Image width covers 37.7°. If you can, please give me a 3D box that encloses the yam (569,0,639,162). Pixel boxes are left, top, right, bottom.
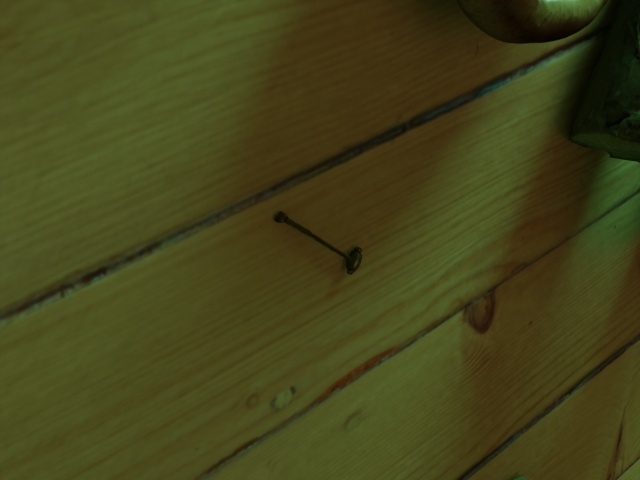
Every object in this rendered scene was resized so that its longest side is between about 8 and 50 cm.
[{"bbox_3d":[0.403,-0.217,1.076,0.161,0.161,0.268,15,99,-45],"label":"yam"}]

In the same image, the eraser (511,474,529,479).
[{"bbox_3d":[0.216,0.422,1.227,0.226,0.069,0.158,-17,115,-38],"label":"eraser"}]

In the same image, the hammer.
[{"bbox_3d":[0.000,0.000,0.885,0.123,0.014,0.029,31,76,-44],"label":"hammer"}]

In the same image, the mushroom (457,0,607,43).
[{"bbox_3d":[0.203,-0.313,0.852,0.278,0.146,0.278,-15,112,-41],"label":"mushroom"}]
